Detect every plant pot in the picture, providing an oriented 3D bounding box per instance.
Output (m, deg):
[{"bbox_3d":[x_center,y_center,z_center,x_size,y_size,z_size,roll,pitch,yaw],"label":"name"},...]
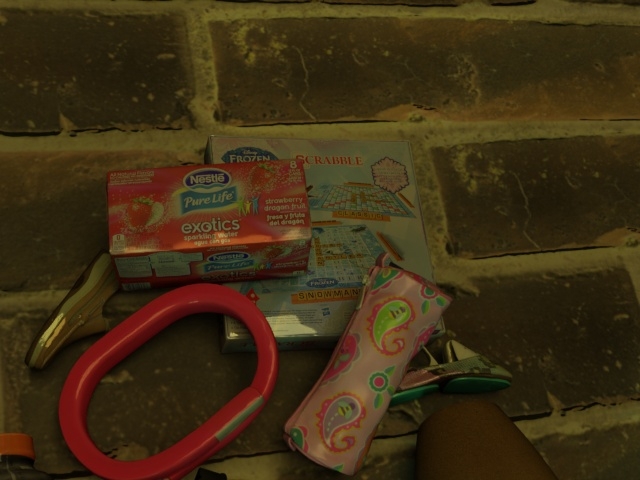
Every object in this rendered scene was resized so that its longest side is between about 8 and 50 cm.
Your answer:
[{"bbox_3d":[0.214,0.344,1.190,0.237,0.237,0.254,-1,50,-18],"label":"plant pot"}]

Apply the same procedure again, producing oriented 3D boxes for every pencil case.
[{"bbox_3d":[0.059,0.163,1.221,0.124,0.124,0.284,29,84,-2],"label":"pencil case"}]

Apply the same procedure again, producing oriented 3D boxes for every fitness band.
[{"bbox_3d":[-0.188,0.180,1.180,0.290,0.054,0.209,-36,63,-14],"label":"fitness band"}]

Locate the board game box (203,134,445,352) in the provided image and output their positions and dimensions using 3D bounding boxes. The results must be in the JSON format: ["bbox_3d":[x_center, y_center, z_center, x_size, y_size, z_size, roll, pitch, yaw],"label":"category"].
[{"bbox_3d":[0.000,0.000,1.363,0.318,0.066,0.318,0,65,-16],"label":"board game box"}]

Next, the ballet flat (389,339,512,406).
[{"bbox_3d":[0.164,0.184,1.322,0.221,0.077,0.079,-6,63,-15],"label":"ballet flat"}]

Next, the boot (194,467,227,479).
[{"bbox_3d":[-0.054,0.447,1.089,0.260,0.131,0.348,17,61,-8],"label":"boot"}]

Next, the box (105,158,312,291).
[{"bbox_3d":[-0.144,-0.020,1.225,0.256,0.128,0.123,-5,66,-6],"label":"box"}]

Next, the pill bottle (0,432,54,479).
[{"bbox_3d":[-0.355,0.346,1.050,0.130,0.130,0.246,-6,66,-20],"label":"pill bottle"}]

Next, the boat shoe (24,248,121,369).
[{"bbox_3d":[-0.309,0.099,1.225,0.072,0.068,0.190,37,59,-10],"label":"boat shoe"}]
